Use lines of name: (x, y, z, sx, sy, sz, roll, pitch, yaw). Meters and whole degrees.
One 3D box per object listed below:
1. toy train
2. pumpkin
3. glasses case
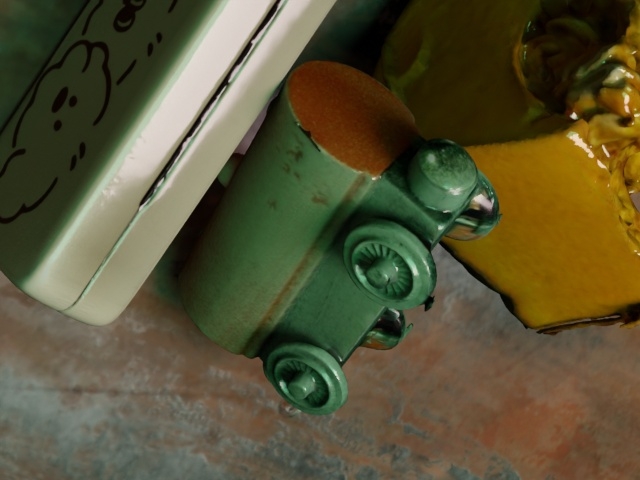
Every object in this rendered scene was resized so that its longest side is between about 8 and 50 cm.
toy train: (0.000, 0.000, 1.086, 0.116, 0.177, 0.285, -46, 173, -39)
pumpkin: (0.195, -0.101, 1.152, 0.303, 0.256, 0.225, -50, 130, -11)
glasses case: (-0.100, -0.115, 1.028, 0.076, 0.144, 0.336, 31, 95, -40)
